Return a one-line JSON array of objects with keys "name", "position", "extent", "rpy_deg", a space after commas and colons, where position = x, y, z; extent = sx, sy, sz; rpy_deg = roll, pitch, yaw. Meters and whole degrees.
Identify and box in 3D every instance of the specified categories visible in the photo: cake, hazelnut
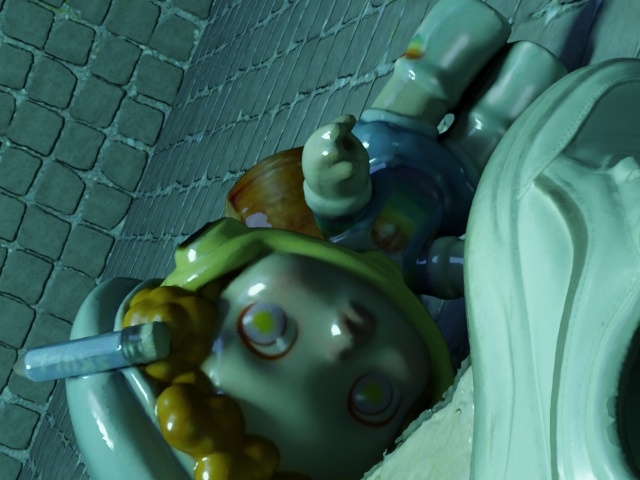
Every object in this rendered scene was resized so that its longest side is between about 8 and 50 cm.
[{"name": "cake", "position": [0.078, 0.109, 0.747], "extent": [0.116, 0.086, 0.220], "rpy_deg": [-70, 14, -11]}, {"name": "hazelnut", "position": [0.000, 0.000, 1.172], "extent": [0.143, 0.143, 0.154], "rpy_deg": [-63, 22, 18]}]

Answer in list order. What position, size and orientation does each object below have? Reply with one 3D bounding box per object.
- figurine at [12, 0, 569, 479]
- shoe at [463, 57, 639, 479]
[{"name": "figurine", "position": [0.020, 0.041, 0.957], "extent": [0.382, 0.224, 0.205], "rpy_deg": [-42, 11, -16]}, {"name": "shoe", "position": [0.140, 0.026, 0.597], "extent": [0.159, 0.124, 0.316], "rpy_deg": [132, 153, -51]}]
